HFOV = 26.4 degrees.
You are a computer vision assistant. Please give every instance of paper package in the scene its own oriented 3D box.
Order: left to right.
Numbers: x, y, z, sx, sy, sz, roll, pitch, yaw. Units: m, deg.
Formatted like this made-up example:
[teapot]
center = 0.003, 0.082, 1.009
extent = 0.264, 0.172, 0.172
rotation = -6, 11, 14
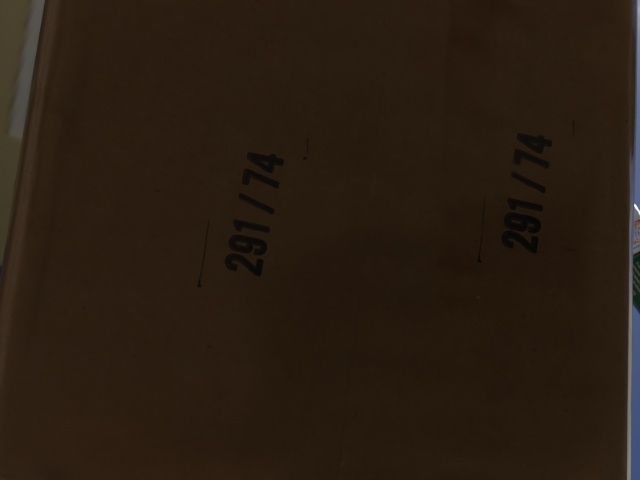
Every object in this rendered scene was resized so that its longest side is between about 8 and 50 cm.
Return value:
[paper package]
center = 0.000, 0.000, 0.703
extent = 0.168, 0.309, 0.325
rotation = 115, -20, -70

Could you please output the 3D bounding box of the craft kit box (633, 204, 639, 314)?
[craft kit box]
center = 0.336, 0.065, 1.297
extent = 0.061, 0.250, 0.247
rotation = -34, -163, 9
